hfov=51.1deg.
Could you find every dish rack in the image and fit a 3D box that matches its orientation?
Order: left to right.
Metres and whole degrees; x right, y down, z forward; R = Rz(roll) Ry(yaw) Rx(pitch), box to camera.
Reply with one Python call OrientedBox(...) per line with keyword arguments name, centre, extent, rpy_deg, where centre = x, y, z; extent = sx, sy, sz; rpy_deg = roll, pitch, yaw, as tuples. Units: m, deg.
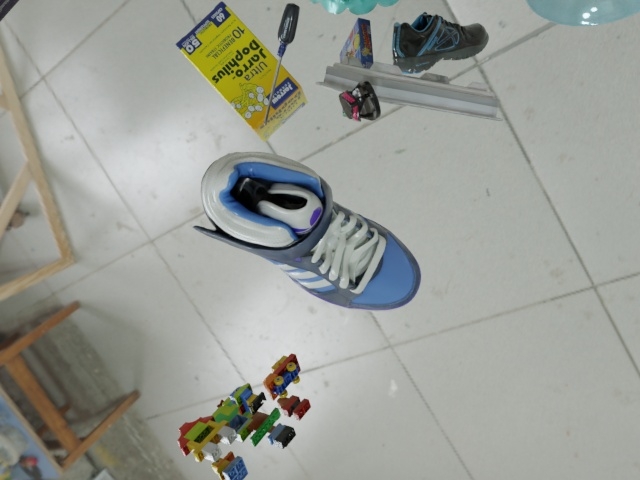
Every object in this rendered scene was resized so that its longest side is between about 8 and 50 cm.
OrientedBox(name="dish rack", centre=(0.181, -0.313, 1.361), extent=(0.332, 0.285, 0.073), rpy_deg=(5, 106, -22))

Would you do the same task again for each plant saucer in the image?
OrientedBox(name="plant saucer", centre=(0.367, -0.358, 0.883), extent=(0.194, 0.195, 0.038), rpy_deg=(-6, 69, 30))

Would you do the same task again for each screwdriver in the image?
OrientedBox(name="screwdriver", centre=(-0.060, -0.239, 0.915), extent=(0.025, 0.024, 0.170), rpy_deg=(9, 116, -26))

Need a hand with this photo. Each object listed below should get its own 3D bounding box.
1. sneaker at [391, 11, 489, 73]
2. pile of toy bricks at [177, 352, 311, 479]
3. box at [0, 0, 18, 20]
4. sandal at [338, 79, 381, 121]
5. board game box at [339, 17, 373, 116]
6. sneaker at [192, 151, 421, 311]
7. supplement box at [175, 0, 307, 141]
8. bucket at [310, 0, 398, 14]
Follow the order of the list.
OrientedBox(name="sneaker", centre=(0.335, -0.559, 1.832), extent=(0.125, 0.340, 0.140), rpy_deg=(20, 128, 49))
OrientedBox(name="pile of toy bricks", centre=(-0.115, 0.255, 0.965), extent=(0.105, 0.212, 0.118), rpy_deg=(7, 124, 37))
OrientedBox(name="box", centre=(-0.420, -0.370, 0.775), extent=(0.103, 0.261, 0.184), rpy_deg=(-4, 135, 10))
OrientedBox(name="sandal", centre=(0.057, -0.229, 1.140), extent=(0.067, 0.040, 0.179), rpy_deg=(68, 167, -10))
OrientedBox(name="board game box", centre=(0.088, -0.422, 1.644), extent=(0.035, 0.201, 0.136), rpy_deg=(7, 153, -17))
OrientedBox(name="sneaker", centre=(0.000, -0.001, 0.823), extent=(0.322, 0.236, 0.130), rpy_deg=(29, 86, -5))
OrientedBox(name="supplement box", centre=(-0.233, -0.505, 2.037), extent=(0.194, 0.195, 0.356), rpy_deg=(-43, 85, 2))
OrientedBox(name="bucket", centre=(0.067, -0.584, 1.238), extent=(0.281, 0.281, 0.183), rpy_deg=(17, 161, 18))
